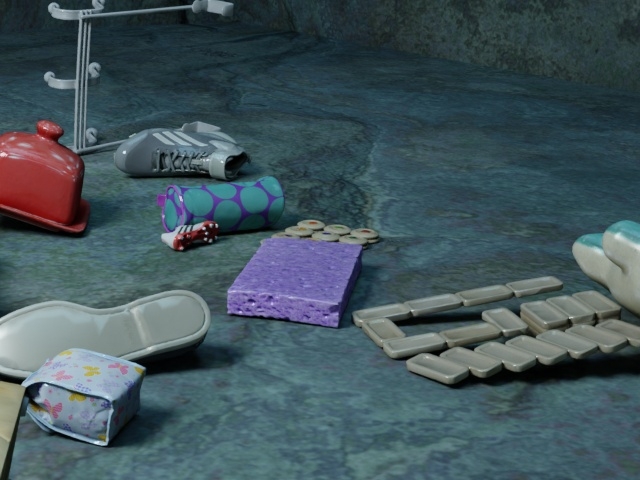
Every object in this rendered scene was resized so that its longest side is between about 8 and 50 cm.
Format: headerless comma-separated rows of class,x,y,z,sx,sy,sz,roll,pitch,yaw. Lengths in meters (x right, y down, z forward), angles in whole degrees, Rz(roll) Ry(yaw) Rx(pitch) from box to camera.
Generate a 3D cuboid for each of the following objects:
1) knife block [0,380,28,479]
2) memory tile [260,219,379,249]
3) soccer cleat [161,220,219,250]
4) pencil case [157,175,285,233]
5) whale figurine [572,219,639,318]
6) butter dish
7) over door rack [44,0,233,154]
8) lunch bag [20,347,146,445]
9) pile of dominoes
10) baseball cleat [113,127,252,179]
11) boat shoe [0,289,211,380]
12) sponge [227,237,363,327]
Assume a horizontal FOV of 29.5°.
knife block,-0.316,0.134,0.764,0.242,0.088,0.276,11,15,-10
memory tile,0.000,0.000,1.503,0.113,0.012,0.148,10,18,22
soccer cleat,-0.156,-0.008,1.471,0.035,0.029,0.083,19,26,32
pencil case,-0.124,-0.044,1.535,0.151,0.065,0.070,-6,35,-32
whale figurine,0.367,0.027,1.196,0.216,0.141,0.272,33,-2,-22
butter dish,-0.352,-0.092,1.509,0.160,0.118,0.160,19,14,-12
over door rack,-0.305,-0.270,1.975,0.324,0.240,0.108,-11,27,-41
lunch bag,-0.191,0.122,0.968,0.083,0.053,0.071,16,20,8
pile of dominoes,0.178,0.099,1.200,0.251,0.040,0.196,-10,19,-15
baseball cleat,-0.196,-0.125,1.792,0.205,0.072,0.109,-13,29,-35
boat shoe,-0.201,0.094,1.089,0.206,0.075,0.065,-9,-23,-21
sponge,-0.023,0.041,1.322,0.117,0.031,0.210,6,17,7
